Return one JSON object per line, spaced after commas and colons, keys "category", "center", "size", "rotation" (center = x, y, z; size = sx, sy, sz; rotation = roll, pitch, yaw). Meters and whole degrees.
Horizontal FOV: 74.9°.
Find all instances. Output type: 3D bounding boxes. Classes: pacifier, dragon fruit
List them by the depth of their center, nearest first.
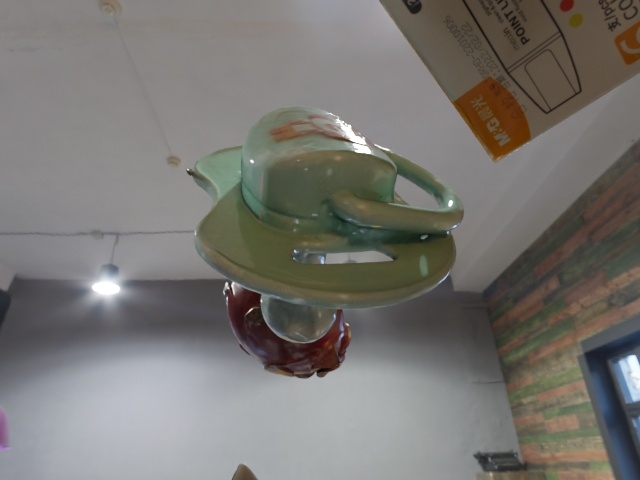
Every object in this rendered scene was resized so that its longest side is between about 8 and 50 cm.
{"category": "pacifier", "center": [0.000, 0.000, 0.472], "size": [0.289, 0.343, 0.268], "rotation": [-1, -56, -14]}
{"category": "dragon fruit", "center": [-0.073, 0.151, 0.878], "size": [0.251, 0.314, 0.250], "rotation": [-14, 6, 2]}

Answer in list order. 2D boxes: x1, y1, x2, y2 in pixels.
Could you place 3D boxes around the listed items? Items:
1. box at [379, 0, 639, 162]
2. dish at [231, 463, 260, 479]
{"category": "box", "center": [0.211, -0.254, 0.452], "size": [0.221, 0.091, 0.274], "rotation": [-36, -73, 28]}
{"category": "dish", "center": [-0.120, 0.518, 0.666], "size": [0.080, 0.243, 0.181], "rotation": [1, -48, 23]}
